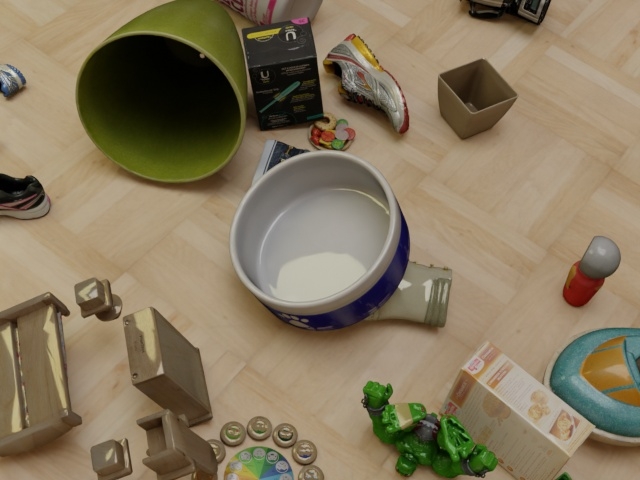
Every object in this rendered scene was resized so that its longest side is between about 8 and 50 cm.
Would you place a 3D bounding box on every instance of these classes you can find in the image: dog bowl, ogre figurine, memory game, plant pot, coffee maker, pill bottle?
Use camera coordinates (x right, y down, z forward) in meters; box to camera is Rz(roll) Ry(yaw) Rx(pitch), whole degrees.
[{"bbox_3d":[0.000,0.000,1.445,0.264,0.104,0.265,-9,61,16],"label":"dog bowl"},{"bbox_3d":[0.144,0.276,1.321,0.197,0.118,0.097,12,58,3],"label":"ogre figurine"},{"bbox_3d":[-0.086,0.329,1.315,0.186,0.012,0.186,4,54,-6],"label":"memory game"},{"bbox_3d":[-0.235,-0.291,1.610,0.274,0.275,0.294,12,38,0],"label":"plant pot"},{"bbox_3d":[0.389,-0.526,1.930,0.178,0.120,0.171,20,54,6],"label":"coffee maker"},{"bbox_3d":[0.277,-0.250,1.730,0.109,0.096,0.109,-23,60,-22],"label":"plant pot"},{"bbox_3d":[-0.142,-0.521,1.824,0.283,0.160,0.160,34,57,16],"label":"pill bottle"}]

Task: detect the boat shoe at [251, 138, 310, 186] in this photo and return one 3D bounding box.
[{"bbox_3d":[-0.068,-0.096,1.588,0.083,0.065,0.183,12,53,2],"label":"boat shoe"}]

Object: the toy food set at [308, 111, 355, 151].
[{"bbox_3d":[0.020,-0.192,1.698,0.082,0.020,0.083,22,54,8],"label":"toy food set"}]

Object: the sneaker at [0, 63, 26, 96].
[{"bbox_3d":[-0.591,-0.295,1.667,0.135,0.052,0.058,25,59,10],"label":"sneaker"}]

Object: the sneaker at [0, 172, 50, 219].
[{"bbox_3d":[-0.525,-0.075,1.501,0.178,0.077,0.072,-11,56,-15],"label":"sneaker"}]

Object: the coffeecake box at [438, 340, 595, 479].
[{"bbox_3d":[0.272,0.253,1.340,0.185,0.142,0.068,39,58,18],"label":"coffeecake box"}]

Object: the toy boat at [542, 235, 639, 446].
[{"bbox_3d":[0.449,0.152,1.434,0.267,0.148,0.318,-5,56,-12],"label":"toy boat"}]

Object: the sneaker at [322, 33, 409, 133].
[{"bbox_3d":[0.087,-0.274,1.741,0.092,0.088,0.225,-34,64,-5],"label":"sneaker"}]

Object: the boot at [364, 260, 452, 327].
[{"bbox_3d":[0.127,0.037,1.516,0.165,0.077,0.213,6,59,-3],"label":"boot"}]

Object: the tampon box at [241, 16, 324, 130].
[{"bbox_3d":[-0.064,-0.291,1.659,0.120,0.161,0.101,-10,56,-1],"label":"tampon box"}]

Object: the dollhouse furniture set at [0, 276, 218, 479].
[{"bbox_3d":[-0.347,0.244,1.315,0.355,0.174,0.303,-22,57,7],"label":"dollhouse furniture set"}]

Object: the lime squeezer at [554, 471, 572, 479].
[{"bbox_3d":[0.210,0.411,1.251,0.310,0.110,0.059,-37,81,4],"label":"lime squeezer"}]
